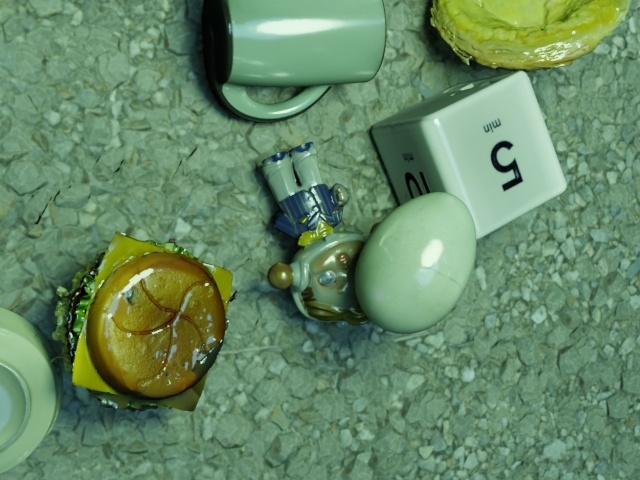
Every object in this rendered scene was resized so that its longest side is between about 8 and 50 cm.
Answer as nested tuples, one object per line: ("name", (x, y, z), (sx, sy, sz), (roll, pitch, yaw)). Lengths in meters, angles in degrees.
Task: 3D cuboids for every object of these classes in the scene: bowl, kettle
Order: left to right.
("bowl", (-0.442, 0.202, 1.193), (0.237, 0.126, 0.238), (-1, 91, -24))
("kettle", (-0.049, -0.272, 1.328), (0.236, 0.161, 0.221), (-8, 127, -22))

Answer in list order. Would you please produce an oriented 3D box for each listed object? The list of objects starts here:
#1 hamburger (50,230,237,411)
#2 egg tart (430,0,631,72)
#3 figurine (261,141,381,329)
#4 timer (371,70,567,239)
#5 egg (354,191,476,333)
("hamburger", (-0.234, 0.111, 1.263), (0.261, 0.138, 0.243), (25, 79, -33))
("egg tart", (0.323, -0.364, 1.447), (0.315, 0.315, 0.120), (-45, 151, -14))
("figurine", (-0.010, 0.001, 1.371), (0.274, 0.133, 0.194), (47, 72, -8))
("timer", (0.223, -0.126, 1.418), (0.194, 0.192, 0.195), (-26, 102, -20))
("egg", (0.133, 0.029, 1.281), (0.151, 0.151, 0.209), (31, 85, -21))
